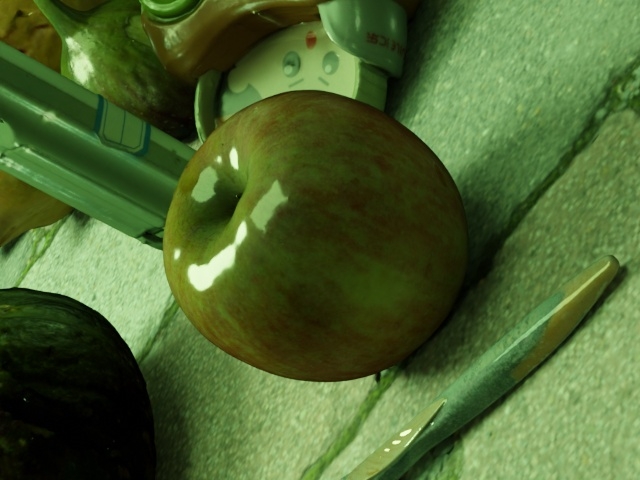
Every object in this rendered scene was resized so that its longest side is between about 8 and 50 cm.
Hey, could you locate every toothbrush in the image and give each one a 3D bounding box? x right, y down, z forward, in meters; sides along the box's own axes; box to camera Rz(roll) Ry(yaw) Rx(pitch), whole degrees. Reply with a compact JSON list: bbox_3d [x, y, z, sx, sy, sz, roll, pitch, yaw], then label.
[{"bbox_3d":[0.049,0.132,1.143,0.375,0.037,0.028,-44,34,23],"label":"toothbrush"}]

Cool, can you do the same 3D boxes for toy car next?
[{"bbox_3d":[-0.018,-0.145,1.423,0.235,0.145,0.235,-8,74,31],"label":"toy car"}]

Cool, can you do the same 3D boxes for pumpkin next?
[{"bbox_3d":[-0.261,0.190,1.429,0.320,0.192,0.320,-38,36,35],"label":"pumpkin"}]

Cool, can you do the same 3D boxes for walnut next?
[{"bbox_3d":[-0.280,-0.135,1.779,0.203,0.203,0.298,-17,57,53],"label":"walnut"}]

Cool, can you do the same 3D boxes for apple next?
[{"bbox_3d":[0.000,0.000,1.199,0.188,0.174,0.188,-39,37,37],"label":"apple"}]

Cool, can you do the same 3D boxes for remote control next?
[{"bbox_3d":[-0.217,-0.080,1.466,0.128,0.335,0.065,-18,50,53],"label":"remote control"}]

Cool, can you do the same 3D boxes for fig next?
[{"bbox_3d":[-0.197,-0.187,1.643,0.149,0.245,0.149,-37,29,25],"label":"fig"}]
